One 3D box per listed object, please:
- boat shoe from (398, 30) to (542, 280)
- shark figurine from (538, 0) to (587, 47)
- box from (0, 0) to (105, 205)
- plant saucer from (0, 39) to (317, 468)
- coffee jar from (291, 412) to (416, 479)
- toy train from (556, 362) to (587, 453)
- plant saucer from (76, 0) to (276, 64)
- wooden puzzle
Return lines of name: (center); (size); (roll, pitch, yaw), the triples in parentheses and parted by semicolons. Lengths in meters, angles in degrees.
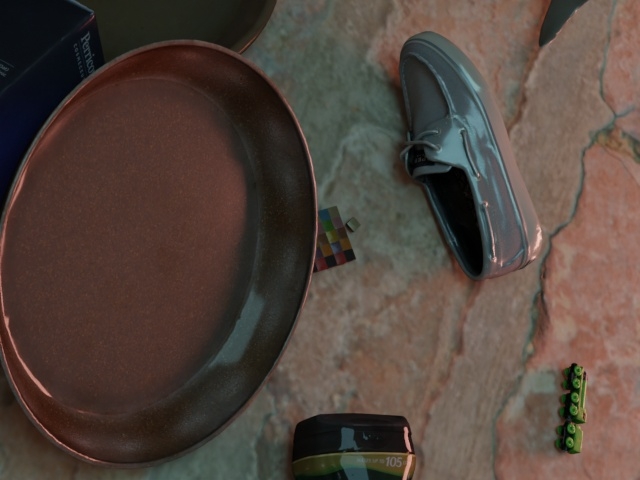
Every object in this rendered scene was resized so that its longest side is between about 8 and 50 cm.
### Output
boat shoe: (0.116, -0.072, 1.189); (0.081, 0.079, 0.227); (-24, 89, -35)
shark figurine: (0.169, -0.329, 1.308); (0.116, 0.166, 0.278); (-24, 105, -6)
box: (-0.247, -0.066, 0.942); (0.108, 0.153, 0.207); (28, 59, 22)
plant saucer: (-0.120, 0.009, 0.988); (0.310, 0.050, 0.311); (-15, 111, -46)
coffee jar: (0.029, 0.225, 1.050); (0.096, 0.079, 0.184); (4, 72, -26)
toy train: (0.226, 0.150, 1.212); (0.023, 0.017, 0.083); (25, 64, -29)
plant saucer: (-0.163, -0.253, 1.127); (0.278, 0.041, 0.278); (8, 71, -25)
wooden puzzle: (0.000, 0.000, 1.149); (0.083, 0.006, 0.049); (-16, 82, -30)
